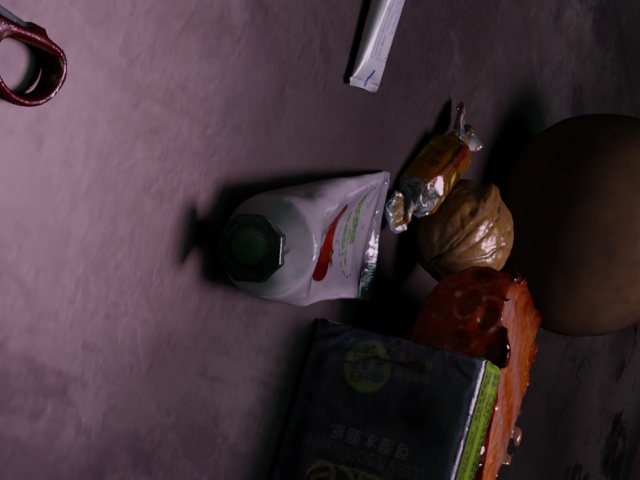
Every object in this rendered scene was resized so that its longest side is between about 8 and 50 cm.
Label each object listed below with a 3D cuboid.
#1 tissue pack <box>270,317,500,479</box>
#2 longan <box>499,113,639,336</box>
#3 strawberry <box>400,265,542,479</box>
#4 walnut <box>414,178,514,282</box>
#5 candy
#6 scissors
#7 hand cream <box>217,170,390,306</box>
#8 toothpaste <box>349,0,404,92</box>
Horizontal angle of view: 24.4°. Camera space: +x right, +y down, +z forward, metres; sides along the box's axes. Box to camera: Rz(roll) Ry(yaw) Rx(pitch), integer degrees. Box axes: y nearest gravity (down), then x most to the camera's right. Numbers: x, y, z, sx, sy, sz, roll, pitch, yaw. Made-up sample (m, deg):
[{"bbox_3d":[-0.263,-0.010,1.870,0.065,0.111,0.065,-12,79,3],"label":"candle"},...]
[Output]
[{"bbox_3d":[0.045,0.198,1.281,0.073,0.173,0.235,26,80,-59],"label":"tissue pack"},{"bbox_3d":[0.319,-0.017,1.680,0.258,0.258,0.258,-43,140,-51],"label":"longan"},{"bbox_3d":[0.117,0.157,1.440,0.280,0.150,0.253,52,51,-68],"label":"strawberry"},{"bbox_3d":[0.144,-0.009,1.480,0.124,0.105,0.105,-52,147,-50],"label":"walnut"},{"bbox_3d":[0.115,-0.068,1.441,0.182,0.046,0.053,-53,146,-37],"label":"candy"},{"bbox_3d":[-0.198,-0.143,0.750,0.248,0.017,0.144,-4,107,-64],"label":"scissors"},{"bbox_3d":[0.000,0.000,1.223,0.336,0.076,0.121,-5,110,-72],"label":"hand cream"},{"bbox_3d":[0.066,-0.234,1.264,0.052,0.033,0.218,8,98,-62],"label":"toothpaste"}]
